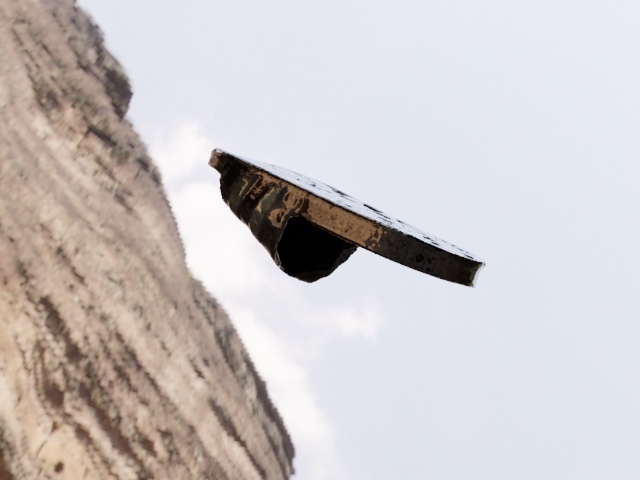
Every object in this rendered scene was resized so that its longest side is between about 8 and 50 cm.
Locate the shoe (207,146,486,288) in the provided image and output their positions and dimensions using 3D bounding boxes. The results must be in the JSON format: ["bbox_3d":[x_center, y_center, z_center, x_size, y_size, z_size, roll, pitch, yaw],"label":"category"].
[{"bbox_3d":[0.000,0.000,0.667,0.071,0.179,0.049,16,-82,-49],"label":"shoe"}]
